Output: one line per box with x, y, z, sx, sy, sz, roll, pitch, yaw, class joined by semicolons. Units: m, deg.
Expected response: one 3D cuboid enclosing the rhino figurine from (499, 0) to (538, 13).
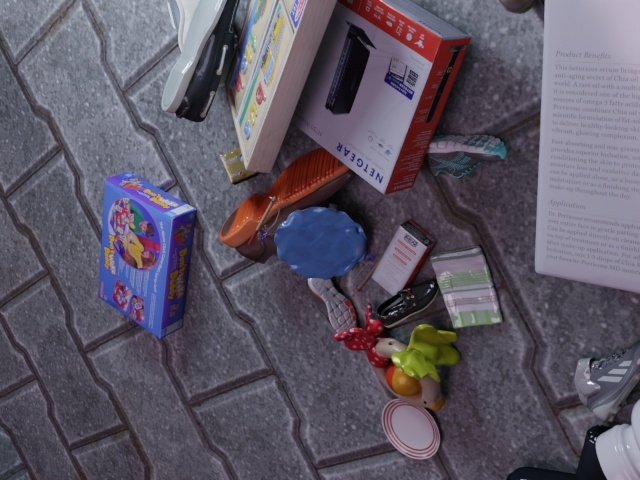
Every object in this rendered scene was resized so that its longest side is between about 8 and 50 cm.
0.278;-0.464;1.335;0.106;0.073;0.243;-40;80;38;rhino figurine

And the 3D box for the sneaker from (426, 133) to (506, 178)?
0.255;-0.144;1.497;0.166;0.065;0.076;10;122;44;sneaker

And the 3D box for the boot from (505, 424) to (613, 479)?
0.465;0.410;1.523;0.246;0.094;0.207;18;122;24;boot

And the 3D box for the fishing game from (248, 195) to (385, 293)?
0.000;0.000;1.698;0.264;0.041;0.189;22;128;-11;fishing game

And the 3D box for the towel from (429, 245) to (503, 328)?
0.272;0.090;1.596;0.113;0.023;0.152;-12;100;41;towel

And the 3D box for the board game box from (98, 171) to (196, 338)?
-0.433;0.037;2.095;0.233;0.078;0.347;28;123;27;board game box

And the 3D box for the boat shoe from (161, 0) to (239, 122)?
-0.217;-0.381;1.687;0.302;0.091;0.114;-61;33;15;boat shoe

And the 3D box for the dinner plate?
0.191;0.392;1.787;0.141;0.017;0.141;15;116;34;dinner plate

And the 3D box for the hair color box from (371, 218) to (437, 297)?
0.161;0.037;1.649;0.072;0.043;0.141;41;129;18;hair color box

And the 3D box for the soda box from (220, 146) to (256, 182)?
-0.165;-0.153;1.746;0.058;0.181;0.061;-23;94;-2;soda box

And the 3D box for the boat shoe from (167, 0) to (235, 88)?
-0.255;-0.473;1.758;0.116;0.099;0.319;-20;108;-3;boat shoe

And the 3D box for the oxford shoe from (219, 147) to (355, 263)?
-0.042;-0.070;1.742;0.363;0.130;0.132;-31;120;35;oxford shoe

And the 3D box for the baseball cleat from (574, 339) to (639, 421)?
0.495;0.214;1.439;0.109;0.072;0.206;38;124;29;baseball cleat

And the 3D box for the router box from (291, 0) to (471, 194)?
0.074;-0.297;1.521;0.335;0.082;0.301;41;129;31;router box

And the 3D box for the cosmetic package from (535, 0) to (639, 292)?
0.457;-0.164;1.254;0.230;0.161;0.453;12;115;35;cosmetic package

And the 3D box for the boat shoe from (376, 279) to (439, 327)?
0.168;0.116;1.635;0.133;0.042;0.049;-34;44;4;boat shoe

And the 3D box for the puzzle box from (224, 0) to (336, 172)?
-0.083;-0.359;1.556;0.409;0.052;0.272;115;149;-41;puzzle box

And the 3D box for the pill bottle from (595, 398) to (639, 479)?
0.589;0.287;1.287;0.318;0.176;0.176;-38;83;29;pill bottle

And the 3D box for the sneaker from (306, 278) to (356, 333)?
0.022;0.135;1.803;0.158;0.061;0.065;61;158;3;sneaker

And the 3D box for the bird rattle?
0.151;0.250;1.696;0.253;0.143;0.207;3;126;41;bird rattle
